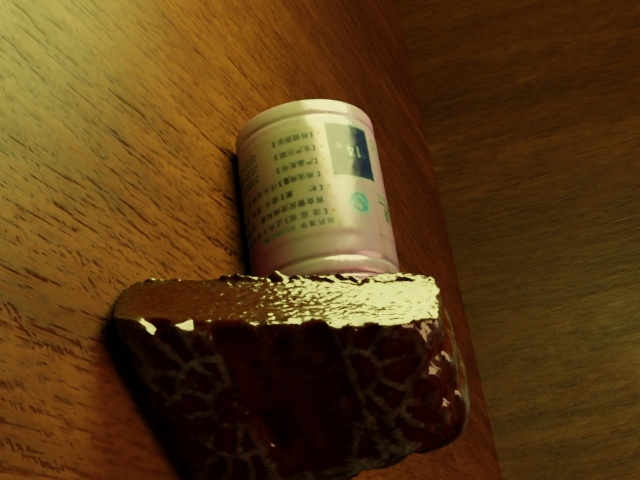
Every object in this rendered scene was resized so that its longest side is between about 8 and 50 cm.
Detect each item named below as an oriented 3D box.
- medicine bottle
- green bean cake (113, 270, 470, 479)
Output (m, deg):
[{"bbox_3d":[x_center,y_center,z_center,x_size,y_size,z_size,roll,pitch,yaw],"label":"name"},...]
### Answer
[{"bbox_3d":[0.000,0.000,1.289,0.152,0.152,0.254,51,27,-62],"label":"medicine bottle"},{"bbox_3d":[-0.013,0.094,0.940,0.097,0.232,0.198,-92,167,-58],"label":"green bean cake"}]
